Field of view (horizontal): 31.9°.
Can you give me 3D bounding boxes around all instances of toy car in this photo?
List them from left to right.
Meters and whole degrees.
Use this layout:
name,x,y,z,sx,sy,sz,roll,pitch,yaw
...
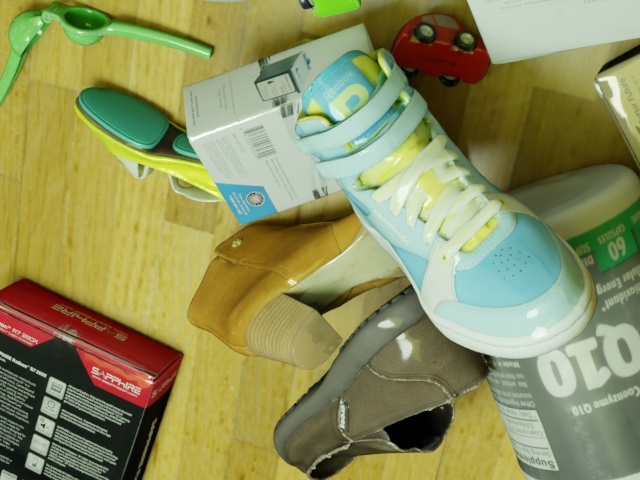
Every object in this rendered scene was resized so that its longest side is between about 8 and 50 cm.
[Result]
name,x,y,z,sx,sy,sz,roll,pitch,yaw
toy car,0.028,-0.223,1.082,0.239,0.053,0.225,-9,142,21

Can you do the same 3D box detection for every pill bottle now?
name,x,y,z,sx,sy,sz,roll,pitch,yaw
pill bottle,0.266,0.126,1.087,0.204,0.204,0.361,-19,101,22

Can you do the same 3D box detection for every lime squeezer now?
name,x,y,z,sx,sy,sz,roll,pitch,yaw
lime squeezer,-0.276,-0.210,1.233,0.310,0.059,0.110,-13,103,20

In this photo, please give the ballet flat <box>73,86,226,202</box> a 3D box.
name,x,y,z,sx,sy,sz,roll,pitch,yaw
ballet flat,-0.170,-0.093,1.231,0.231,0.077,0.077,21,130,8

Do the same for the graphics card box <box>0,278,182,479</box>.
name,x,y,z,sx,sy,sz,roll,pitch,yaw
graphics card box,-0.333,0.258,1.384,0.232,0.094,0.371,23,112,9

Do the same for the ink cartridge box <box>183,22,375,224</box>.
name,x,y,z,sx,sy,sz,roll,pitch,yaw
ink cartridge box,-0.020,-0.110,1.095,0.190,0.082,0.140,-19,140,7

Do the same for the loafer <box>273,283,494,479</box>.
name,x,y,z,sx,sy,sz,roll,pitch,yaw
loafer,0.057,0.177,1.135,0.130,0.133,0.366,49,149,13

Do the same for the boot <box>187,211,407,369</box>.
name,x,y,z,sx,sy,sz,roll,pitch,yaw
boot,0.000,0.001,1.177,0.211,0.295,0.104,21,151,50

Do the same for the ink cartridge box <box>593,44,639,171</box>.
name,x,y,z,sx,sy,sz,roll,pitch,yaw
ink cartridge box,0.393,-0.098,1.035,0.193,0.088,0.235,-25,99,24

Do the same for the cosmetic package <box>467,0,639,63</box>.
name,x,y,z,sx,sy,sz,roll,pitch,yaw
cosmetic package,0.198,-0.274,0.962,0.151,0.151,0.184,-7,148,20

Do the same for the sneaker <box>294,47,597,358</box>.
name,x,y,z,sx,sy,sz,roll,pitch,yaw
sneaker,0.080,-0.043,0.911,0.127,0.319,0.208,-42,129,-5
